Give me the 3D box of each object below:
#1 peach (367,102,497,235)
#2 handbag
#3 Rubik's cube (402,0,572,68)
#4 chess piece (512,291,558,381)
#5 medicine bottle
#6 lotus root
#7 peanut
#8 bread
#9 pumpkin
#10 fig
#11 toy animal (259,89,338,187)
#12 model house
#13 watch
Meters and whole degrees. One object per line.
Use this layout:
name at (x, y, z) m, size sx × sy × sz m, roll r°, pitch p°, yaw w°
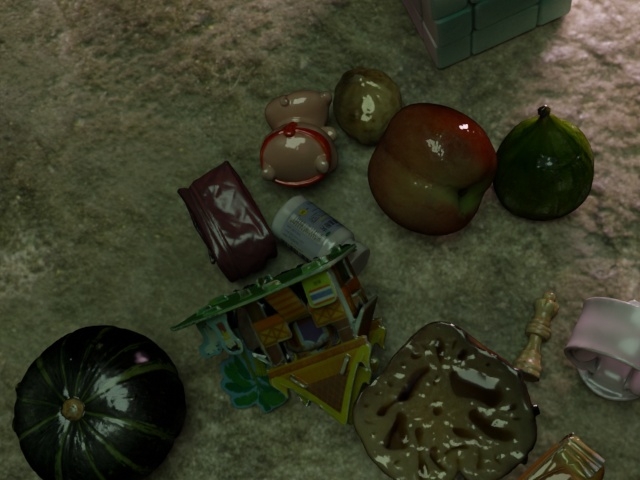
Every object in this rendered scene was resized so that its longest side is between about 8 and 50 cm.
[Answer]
peach at (0.210, -0.140, 1.946) m, size 0.252 × 0.252 × 0.252 m, roll -3°, pitch 71°, yaw 9°
handbag at (-0.186, -0.035, 2.026) m, size 0.135 × 0.146 × 0.225 m, roll -30°, pitch 72°, yaw -5°
Rubik's cube at (0.309, -0.596, 2.040) m, size 0.322 × 0.316 × 0.319 m, roll -24°, pitch 69°, yaw 2°
chess piece at (0.408, 0.177, 1.903) m, size 0.060 × 0.060 × 0.172 m, roll 18°, pitch 72°, yaw 15°
medicine bottle at (0.000, 0.000, 2.005) m, size 0.186 × 0.103 × 0.103 m, roll 37°, pitch 81°, yaw 19°
lotus root at (0.226, 0.317, 1.802) m, size 0.316 × 0.250 × 0.316 m, roll -1°, pitch 83°, yaw 8°
peanut at (0.096, -0.275, 2.080) m, size 0.140 × 0.109 × 0.159 m, roll 1°, pitch 84°, yaw 21°
bread at (0.388, 0.452, 1.773) m, size 0.241 × 0.136 × 0.107 m, roll -43°, pitch 73°, yaw -5°
pumpkin at (-0.413, 0.318, 1.896) m, size 0.323 × 0.241 × 0.323 m, roll -4°, pitch 71°, yaw 12°
fig at (0.428, -0.157, 1.918) m, size 0.203 × 0.235 × 0.203 m, roll -2°, pitch 68°, yaw 6°
toy animal at (-0.044, -0.200, 2.058) m, size 0.171 × 0.171 × 0.198 m, roll -3°, pitch 64°, yaw 9°
model house at (-0.057, 0.213, 1.865) m, size 0.357 × 0.242 × 0.313 m, roll -22°, pitch 91°, yaw 16°
watch at (0.569, 0.185, 1.782) m, size 0.244 × 0.231 × 0.196 m, roll 22°, pitch 74°, yaw 19°
